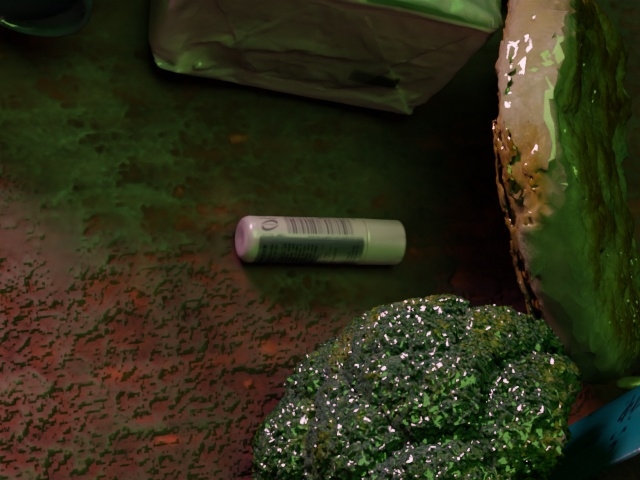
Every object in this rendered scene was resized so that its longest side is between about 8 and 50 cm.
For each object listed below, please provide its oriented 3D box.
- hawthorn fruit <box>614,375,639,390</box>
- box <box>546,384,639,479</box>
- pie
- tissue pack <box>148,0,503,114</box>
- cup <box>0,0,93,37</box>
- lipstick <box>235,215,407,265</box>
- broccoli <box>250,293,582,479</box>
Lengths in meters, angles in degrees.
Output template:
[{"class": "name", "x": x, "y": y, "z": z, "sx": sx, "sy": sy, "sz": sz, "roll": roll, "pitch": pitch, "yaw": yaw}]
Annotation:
[{"class": "hawthorn fruit", "x": 0.370, "y": 0.109, "z": 1.435, "sx": 0.251, "sy": 0.199, "sz": 0.199, "roll": -1, "pitch": 67, "yaw": -8}, {"class": "box", "x": 0.275, "y": 0.194, "z": 1.309, "sx": 0.153, "sy": 0.245, "sz": 0.092, "roll": 34, "pitch": 60, "yaw": -4}, {"class": "pie", "x": 0.207, "y": -0.067, "z": 1.402, "sx": 0.078, "sy": 0.296, "sz": 0.371, "roll": -6, "pitch": 61, "yaw": 19}, {"class": "tissue pack", "x": 0.003, "y": -0.308, "z": 1.456, "sx": 0.266, "sy": 0.194, "sz": 0.356, "roll": 10, "pitch": 63, "yaw": -17}, {"class": "cup", "x": -0.259, "y": -0.333, "z": 1.330, "sx": 0.290, "sy": 0.219, "sz": 0.257, "roll": 33, "pitch": 56, "yaw": -33}, {"class": "lipstick", "x": 0.000, "y": 0.000, "z": 1.403, "sx": 0.141, "sy": 0.040, "sz": 0.040, "roll": 1, "pitch": 67, "yaw": -23}, {"class": "broccoli", "x": 0.080, "y": 0.161, "z": 1.274, "sx": 0.269, "sy": 0.261, "sz": 0.241, "roll": -48, "pitch": 119, "yaw": -69}]
